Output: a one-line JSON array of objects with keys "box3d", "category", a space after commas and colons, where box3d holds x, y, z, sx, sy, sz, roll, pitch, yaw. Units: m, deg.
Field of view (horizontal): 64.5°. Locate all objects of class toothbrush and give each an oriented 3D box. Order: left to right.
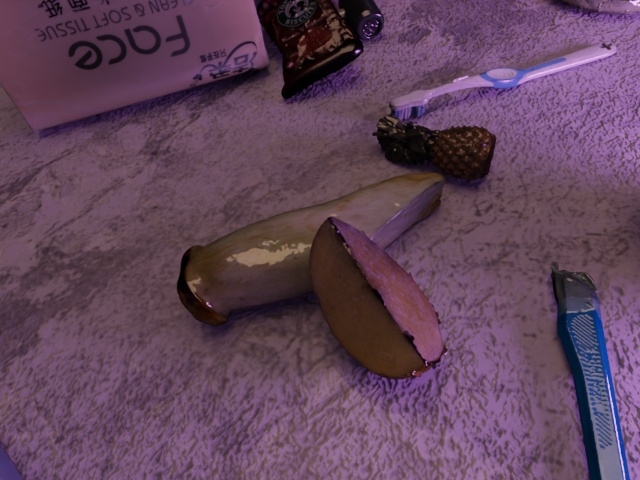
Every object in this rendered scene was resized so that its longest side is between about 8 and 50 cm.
[{"box3d": [0.281, -0.249, 0.762, 0.386, 0.040, 0.040, -19, 53, -8], "category": "toothbrush"}]

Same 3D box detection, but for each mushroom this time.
[{"box3d": [0.001, 0.003, 0.579, 0.333, 0.087, 0.107, -18, 52, -10], "category": "mushroom"}]

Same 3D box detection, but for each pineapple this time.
[{"box3d": [0.146, -0.127, 0.670, 0.159, 0.074, 0.074, 18, 57, 24], "category": "pineapple"}]

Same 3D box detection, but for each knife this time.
[{"box3d": [0.255, 0.148, 0.477, 0.044, 0.026, 0.296, 2, 56, 12], "category": "knife"}]

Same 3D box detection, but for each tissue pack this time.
[{"box3d": [-0.309, -0.385, 0.749, 0.405, 0.332, 0.205, -18, 52, -6], "category": "tissue pack"}]

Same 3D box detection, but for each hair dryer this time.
[{"box3d": [0.006, -0.376, 0.891, 0.197, 0.057, 0.100, -19, 53, 3], "category": "hair dryer"}]

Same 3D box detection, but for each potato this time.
[{"box3d": [0.046, 0.067, 0.522, 0.172, 0.089, 0.100, 54, 28, 13], "category": "potato"}]

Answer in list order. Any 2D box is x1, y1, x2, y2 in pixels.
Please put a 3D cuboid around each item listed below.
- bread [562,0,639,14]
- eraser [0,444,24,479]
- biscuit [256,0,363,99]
[{"box3d": [0.521, -0.483, 0.910, 0.267, 0.040, 0.267, -4, 53, 5], "category": "bread"}, {"box3d": [-0.357, 0.281, 0.411, 0.174, 0.081, 0.227, 32, 63, 30], "category": "eraser"}, {"box3d": [-0.022, -0.347, 0.832, 0.151, 0.063, 0.235, -24, 66, 13], "category": "biscuit"}]
